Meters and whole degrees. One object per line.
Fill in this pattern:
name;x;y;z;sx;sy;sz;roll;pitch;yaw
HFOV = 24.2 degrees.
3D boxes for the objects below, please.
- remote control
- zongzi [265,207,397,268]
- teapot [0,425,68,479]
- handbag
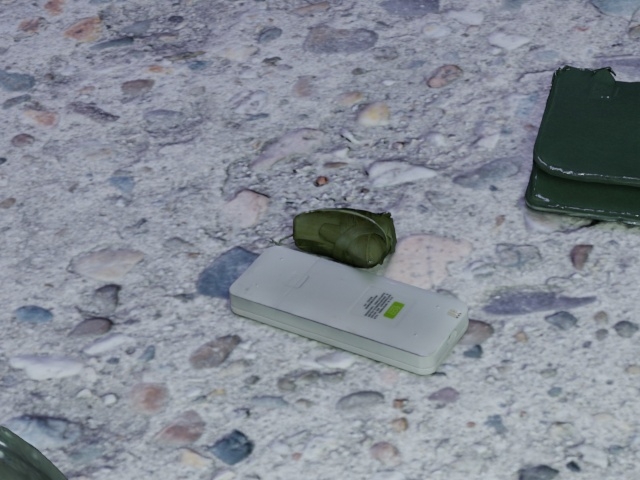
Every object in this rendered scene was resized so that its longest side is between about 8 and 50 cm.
remote control;0.028;0.071;1.586;0.250;0.034;0.103;15;41;26
zongzi;0.000;0.000;1.642;0.154;0.062;0.130;6;19;14
teapot;-0.368;0.306;1.074;0.376;0.305;0.362;31;44;-15
handbag;0.380;-0.114;1.761;0.247;0.079;0.260;8;36;14
